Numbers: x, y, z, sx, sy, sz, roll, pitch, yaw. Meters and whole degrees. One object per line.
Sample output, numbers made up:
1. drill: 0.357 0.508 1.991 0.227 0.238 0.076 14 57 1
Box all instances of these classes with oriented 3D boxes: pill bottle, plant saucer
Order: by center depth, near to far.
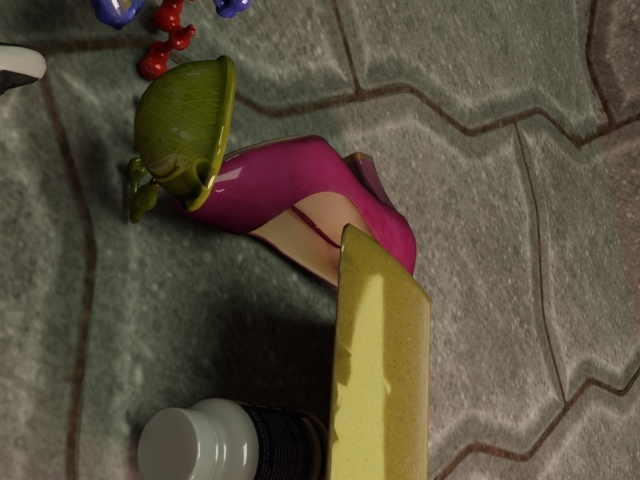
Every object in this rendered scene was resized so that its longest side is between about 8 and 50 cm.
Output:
1. pill bottle: -0.072 0.185 0.784 0.169 0.094 0.094 21 63 -51
2. plant saucer: 0.054 0.195 0.831 0.332 0.081 0.332 83 10 -68

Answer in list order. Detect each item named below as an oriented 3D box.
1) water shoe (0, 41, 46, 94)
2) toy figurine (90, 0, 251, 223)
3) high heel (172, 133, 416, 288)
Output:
1. water shoe: -0.277 -0.095 0.613 0.203 0.073 0.080 -18 117 -52
2. toy figurine: -0.168 -0.216 0.719 0.217 0.191 0.362 23 68 -34
3. high heel: 0.000 0.000 0.903 0.377 0.127 0.181 -8 76 -59
